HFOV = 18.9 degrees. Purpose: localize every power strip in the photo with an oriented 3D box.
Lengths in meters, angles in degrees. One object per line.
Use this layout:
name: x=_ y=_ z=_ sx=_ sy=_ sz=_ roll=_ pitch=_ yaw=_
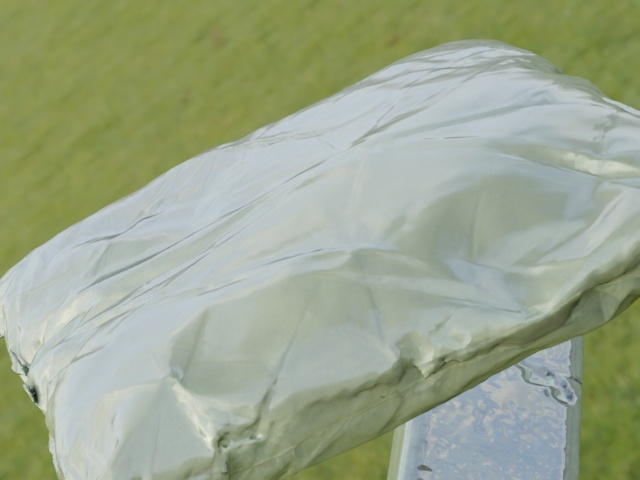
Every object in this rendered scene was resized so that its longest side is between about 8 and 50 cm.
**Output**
power strip: x=0.086 y=0.096 z=0.989 sx=0.288 sy=0.093 sz=0.053 roll=-75 pitch=0 yaw=-57

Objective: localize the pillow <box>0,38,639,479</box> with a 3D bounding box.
pillow: x=0.001 y=0.000 z=0.767 sx=0.274 sy=0.076 sz=0.281 roll=-25 pitch=21 yaw=-8
